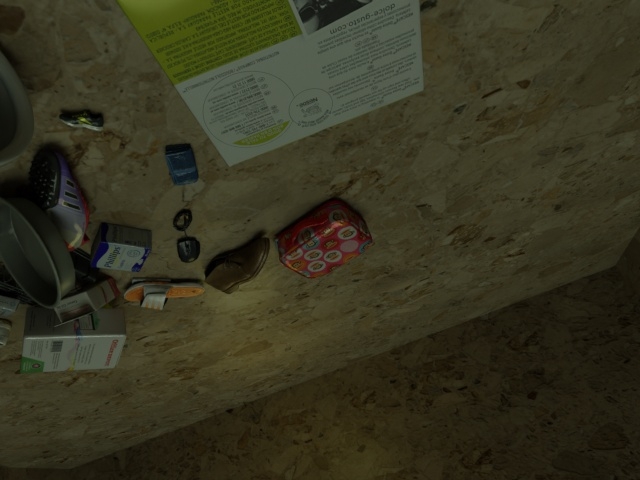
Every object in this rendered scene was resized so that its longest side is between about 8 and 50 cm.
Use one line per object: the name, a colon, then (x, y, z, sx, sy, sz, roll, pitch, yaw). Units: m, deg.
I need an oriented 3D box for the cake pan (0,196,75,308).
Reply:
cake pan: (-0.694, 0.024, 1.009, 0.054, 0.293, 0.293, -37, 169, -49)

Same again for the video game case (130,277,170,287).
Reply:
video game case: (-0.590, 0.157, 1.452, 0.122, 0.011, 0.087, 5, 141, -30)

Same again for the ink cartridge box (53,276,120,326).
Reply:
ink cartridge box: (-0.717, 0.184, 1.277, 0.115, 0.067, 0.198, -20, -169, 3)

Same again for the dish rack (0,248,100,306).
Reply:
dish rack: (-0.815, 0.101, 1.216, 0.271, 0.074, 0.208, -22, 145, 9)

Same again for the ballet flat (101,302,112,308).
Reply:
ballet flat: (-0.832, 0.245, 1.425, 0.230, 0.077, 0.077, -14, 126, -10)

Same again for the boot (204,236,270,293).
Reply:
boot: (-0.284, 0.080, 1.408, 0.115, 0.112, 0.305, 26, 130, -33)

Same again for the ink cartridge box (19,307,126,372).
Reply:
ink cartridge box: (-0.801, 0.323, 1.368, 0.278, 0.117, 0.201, 7, 131, -34)

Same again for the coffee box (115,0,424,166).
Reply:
coffee box: (-0.076, -0.379, 0.614, 0.338, 0.338, 0.334, -21, 147, 4)

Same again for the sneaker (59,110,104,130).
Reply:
sneaker: (-0.499, -0.257, 0.881, 0.083, 0.031, 0.035, 4, 128, -36)

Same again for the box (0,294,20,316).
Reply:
box: (-0.981, 0.169, 1.197, 0.186, 0.038, 0.145, 27, 147, -37)

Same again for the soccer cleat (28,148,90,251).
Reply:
soccer cleat: (-0.621, -0.091, 1.017, 0.116, 0.108, 0.318, -25, 152, -45)

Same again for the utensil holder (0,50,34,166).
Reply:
utensil holder: (-0.723, -0.173, 0.630, 0.385, 0.328, 0.327, -25, 146, 13)

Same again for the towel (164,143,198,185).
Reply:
towel: (-0.345, -0.186, 1.051, 0.067, 0.029, 0.119, -10, 146, -12)

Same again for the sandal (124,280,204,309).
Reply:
sandal: (-0.533, 0.194, 1.450, 0.265, 0.076, 0.102, -1, 143, -23)

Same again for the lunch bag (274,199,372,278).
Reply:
lunch bag: (0.000, 0.000, 1.400, 0.293, 0.120, 0.258, -32, 144, 22)

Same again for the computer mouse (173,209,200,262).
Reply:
computer mouse: (-0.407, -0.002, 1.280, 0.071, 0.041, 0.242, -7, 145, -15)

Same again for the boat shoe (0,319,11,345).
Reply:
boat shoe: (-1.164, 0.326, 1.351, 0.276, 0.096, 0.098, -9, 146, -13)

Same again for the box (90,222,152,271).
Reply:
box: (-0.574, 0.024, 1.210, 0.137, 0.072, 0.126, 12, 136, -36)
